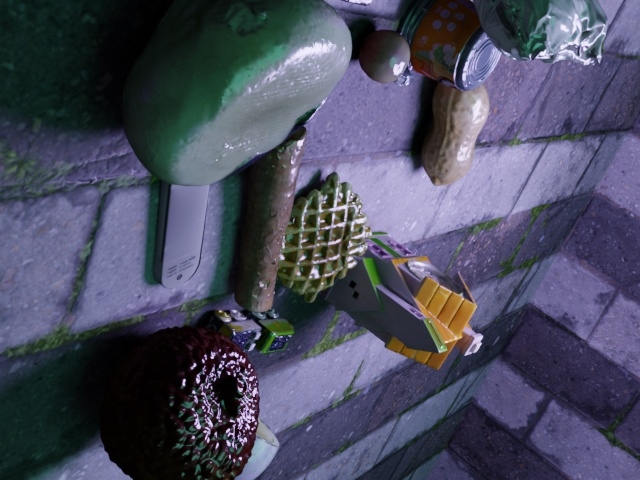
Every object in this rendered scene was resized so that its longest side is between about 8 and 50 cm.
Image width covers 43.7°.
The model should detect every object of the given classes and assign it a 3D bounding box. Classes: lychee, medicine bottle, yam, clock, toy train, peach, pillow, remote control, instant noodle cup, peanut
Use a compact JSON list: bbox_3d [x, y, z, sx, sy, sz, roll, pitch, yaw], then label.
[{"bbox_3d":[-0.211,0.256,1.199,0.260,0.260,0.261,-38,150,-28],"label":"lychee"},{"bbox_3d":[-0.173,0.403,1.531,0.143,0.147,0.147,-50,153,-1],"label":"medicine bottle"},{"bbox_3d":[-0.086,-0.025,1.243,0.081,0.081,0.357,-28,142,-41],"label":"yam"},{"bbox_3d":[0.169,0.116,1.558,0.235,0.309,0.166,-2,125,-58],"label":"clock"},{"bbox_3d":[-0.123,0.160,1.394,0.202,0.081,0.060,4,120,-59],"label":"toy train"},{"bbox_3d":[0.097,-0.285,1.227,0.083,0.083,0.083,-38,150,-28],"label":"peach"},{"bbox_3d":[0.302,-0.396,1.212,0.283,0.310,0.138,-8,159,-49],"label":"pillow"},{"bbox_3d":[-0.195,-0.029,1.123,0.077,0.022,0.245,-26,143,-39],"label":"remote control"},{"bbox_3d":[0.226,-0.328,1.327,0.177,0.125,0.208,-19,138,-49],"label":"instant noodle cup"},{"bbox_3d":[0.257,-0.216,1.540,0.125,0.111,0.275,-52,161,-38],"label":"peanut"}]

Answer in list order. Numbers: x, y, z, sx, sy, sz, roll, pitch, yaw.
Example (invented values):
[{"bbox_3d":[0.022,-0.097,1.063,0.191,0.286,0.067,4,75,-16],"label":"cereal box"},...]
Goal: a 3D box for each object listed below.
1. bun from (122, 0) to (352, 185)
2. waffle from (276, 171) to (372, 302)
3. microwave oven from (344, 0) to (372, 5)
[{"bbox_3d":[-0.113,-0.196,0.907,0.283,0.179,0.283,-38,169,-8],"label":"bun"},{"bbox_3d":[0.000,0.000,1.406,0.208,0.054,0.214,-48,137,-8],"label":"waffle"},{"bbox_3d":[-0.026,-0.362,0.812,0.247,0.188,0.178,-10,130,-53],"label":"microwave oven"}]
